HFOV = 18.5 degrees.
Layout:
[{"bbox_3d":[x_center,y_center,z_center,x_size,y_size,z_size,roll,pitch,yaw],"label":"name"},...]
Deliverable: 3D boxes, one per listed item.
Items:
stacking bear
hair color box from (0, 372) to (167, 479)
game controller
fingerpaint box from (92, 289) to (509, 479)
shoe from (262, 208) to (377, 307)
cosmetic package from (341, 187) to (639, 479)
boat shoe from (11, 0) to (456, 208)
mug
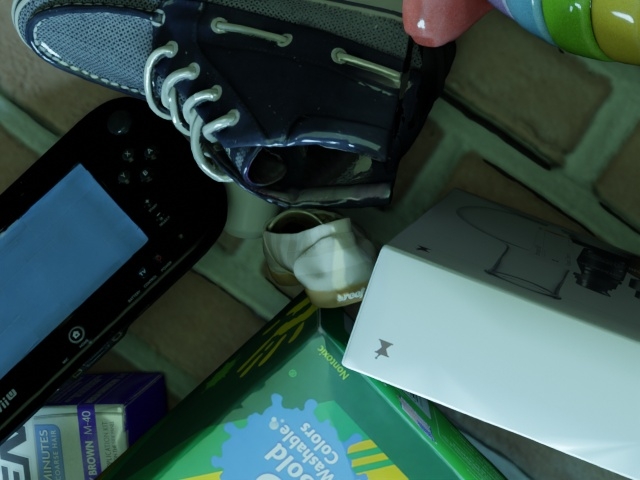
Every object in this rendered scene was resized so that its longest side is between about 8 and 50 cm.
[{"bbox_3d":[0.222,-0.178,1.295,0.289,0.175,0.164,26,129,32],"label":"stacking bear"},{"bbox_3d":[-0.291,0.210,1.598,0.339,0.110,0.185,-3,101,16],"label":"hair color box"},{"bbox_3d":[-0.216,0.034,1.505,0.319,0.067,0.166,-44,50,-1],"label":"game controller"},{"bbox_3d":[0.013,0.322,1.449,0.371,0.163,0.445,-42,99,8],"label":"fingerpaint box"},{"bbox_3d":[0.000,0.000,1.434,0.076,0.219,0.058,-21,101,-8],"label":"shoe"},{"bbox_3d":[0.229,0.085,1.352,0.377,0.284,0.097,21,105,9],"label":"cosmetic package"},{"bbox_3d":[-0.081,-0.117,1.438,0.341,0.158,0.127,5,141,13],"label":"boat shoe"},{"bbox_3d":[-0.057,-0.040,1.525,0.062,0.078,0.064,1,113,-19],"label":"mug"}]
